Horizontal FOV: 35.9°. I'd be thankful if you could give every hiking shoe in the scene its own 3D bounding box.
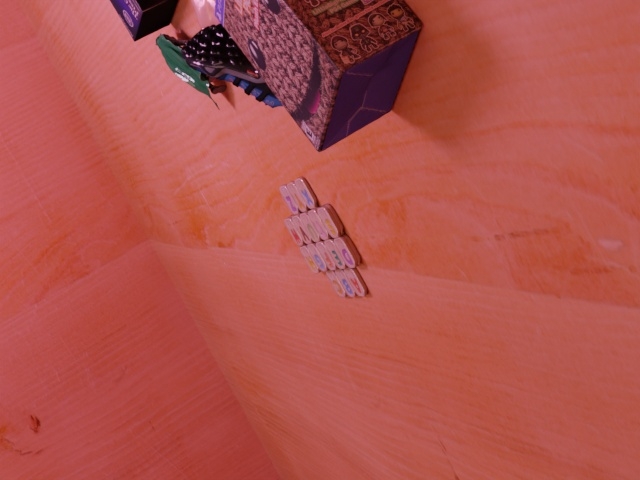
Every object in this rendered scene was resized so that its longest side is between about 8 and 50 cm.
[{"bbox_3d":[-0.117,-0.284,1.703,0.304,0.113,0.132,20,148,35],"label":"hiking shoe"}]

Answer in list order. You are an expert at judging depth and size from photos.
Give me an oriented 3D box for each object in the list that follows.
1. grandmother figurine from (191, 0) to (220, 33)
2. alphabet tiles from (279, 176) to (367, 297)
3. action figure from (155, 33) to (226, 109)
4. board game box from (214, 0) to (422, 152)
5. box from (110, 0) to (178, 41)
[{"bbox_3d":[-0.220,-0.519,1.732,0.207,0.104,0.342,9,130,31],"label":"grandmother figurine"},{"bbox_3d":[0.000,0.000,2.077,0.278,0.021,0.284,61,161,-6],"label":"alphabet tiles"},{"bbox_3d":[-0.293,-0.393,2.153,0.232,0.063,0.137,41,157,34],"label":"action figure"},{"bbox_3d":[-0.015,-0.319,1.427,0.291,0.141,0.232,53,161,15],"label":"board game box"},{"bbox_3d":[-0.417,-0.587,2.118,0.261,0.103,0.184,59,164,0],"label":"box"}]
